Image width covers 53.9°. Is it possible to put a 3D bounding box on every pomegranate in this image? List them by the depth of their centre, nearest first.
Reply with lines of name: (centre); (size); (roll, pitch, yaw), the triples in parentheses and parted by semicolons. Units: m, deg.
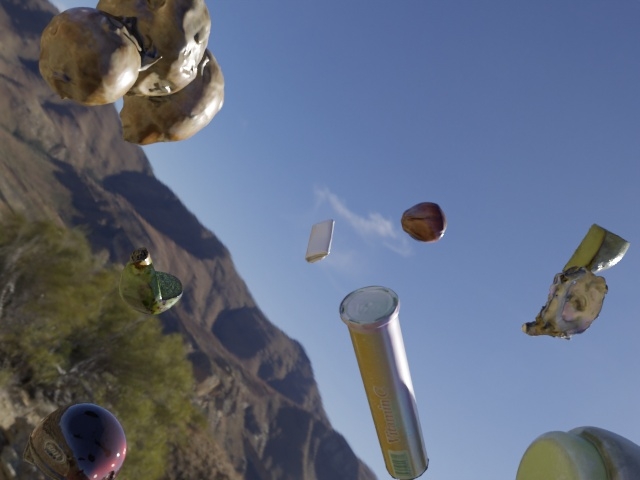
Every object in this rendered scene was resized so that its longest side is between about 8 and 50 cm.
pomegranate: (-0.406, 0.098, 1.448); (0.143, 0.122, 0.169); (57, 2, 37)

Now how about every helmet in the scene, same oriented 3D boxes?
helmet: (-0.503, 0.436, 1.306); (0.189, 0.193, 0.216); (39, -8, 16)

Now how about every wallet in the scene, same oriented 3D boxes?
wallet: (0.000, 0.000, 1.454); (0.025, 0.061, 0.122); (53, 28, -29)

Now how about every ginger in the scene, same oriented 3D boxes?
ginger: (-0.256, -0.268, 0.978); (0.176, 0.256, 0.375); (30, -6, 16)

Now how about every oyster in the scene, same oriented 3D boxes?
oyster: (0.499, 0.137, 1.313); (0.081, 0.191, 0.163); (-148, -138, -65)

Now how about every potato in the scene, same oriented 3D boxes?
potato: (0.698, 0.050, 1.558); (0.120, 0.149, 0.081); (22, 19, -16)

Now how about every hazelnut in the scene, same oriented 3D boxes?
hazelnut: (0.184, -0.033, 1.128); (0.086, 0.086, 0.086); (52, -18, 24)

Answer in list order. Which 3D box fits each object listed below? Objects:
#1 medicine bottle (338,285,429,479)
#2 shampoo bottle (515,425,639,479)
medicine bottle: (0.129, 0.287, 1.206); (0.108, 0.108, 0.426); (37, -32, 53)
shampoo bottle: (0.638, 0.600, 1.449); (0.317, 0.323, 0.322); (18, -11, -12)
